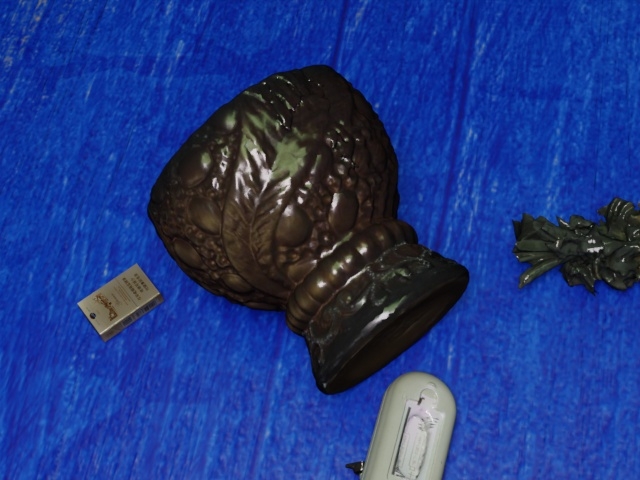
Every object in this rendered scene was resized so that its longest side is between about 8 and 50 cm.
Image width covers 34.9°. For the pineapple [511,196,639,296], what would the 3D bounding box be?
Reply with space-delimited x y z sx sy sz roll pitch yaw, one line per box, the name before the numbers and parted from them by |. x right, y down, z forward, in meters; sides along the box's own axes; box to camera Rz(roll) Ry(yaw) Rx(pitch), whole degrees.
pineapple | 0.331 0.002 1.091 0.248 0.128 0.128 -5 60 11

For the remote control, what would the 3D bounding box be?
remote control | 0.083 0.230 1.009 0.078 0.042 0.221 24 57 -8

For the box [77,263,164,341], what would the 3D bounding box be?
box | -0.228 0.071 1.162 0.083 0.024 0.053 -35 62 -12

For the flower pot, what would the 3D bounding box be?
flower pot | 0.000 0.000 1.056 0.267 0.266 0.267 -36 74 -14

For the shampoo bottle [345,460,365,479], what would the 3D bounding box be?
shampoo bottle | 0.042 0.287 1.004 0.048 0.027 0.137 3 60 -3
